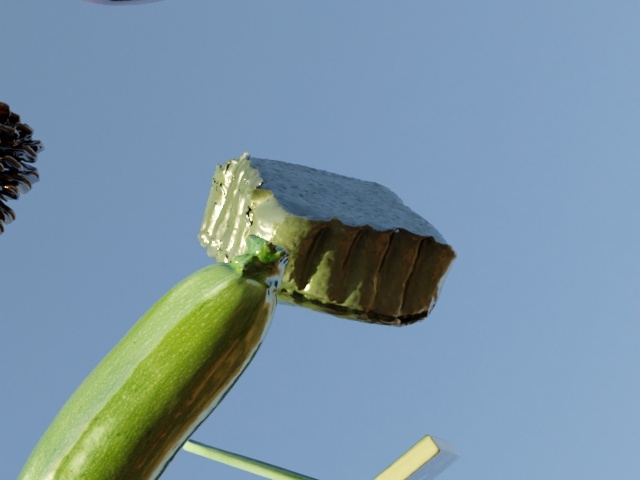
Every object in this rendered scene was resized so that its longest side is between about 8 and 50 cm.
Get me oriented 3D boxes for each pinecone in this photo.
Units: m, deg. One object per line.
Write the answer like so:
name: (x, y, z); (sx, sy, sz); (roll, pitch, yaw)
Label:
pinecone: (-0.386, -0.064, 1.402); (0.163, 0.163, 0.165); (30, -122, -35)

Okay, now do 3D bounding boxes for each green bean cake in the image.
green bean cake: (0.000, 0.000, 1.327); (0.223, 0.227, 0.125); (14, -81, -25)

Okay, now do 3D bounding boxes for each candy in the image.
candy: (-0.101, 0.265, 1.584); (0.440, 0.119, 0.119); (16, -65, 15)

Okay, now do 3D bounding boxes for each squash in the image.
squash: (-0.162, 0.155, 1.125); (0.107, 0.107, 0.395); (36, -86, -35)

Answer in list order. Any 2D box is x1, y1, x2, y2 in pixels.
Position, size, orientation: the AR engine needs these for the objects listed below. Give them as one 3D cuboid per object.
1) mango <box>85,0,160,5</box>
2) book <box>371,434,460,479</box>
mango: (-0.049, -0.194, 0.582); (0.219, 0.145, 0.112); (-47, -33, -23)
book: (0.033, 0.302, 1.404); (0.264, 0.027, 0.202); (-40, -15, 2)
